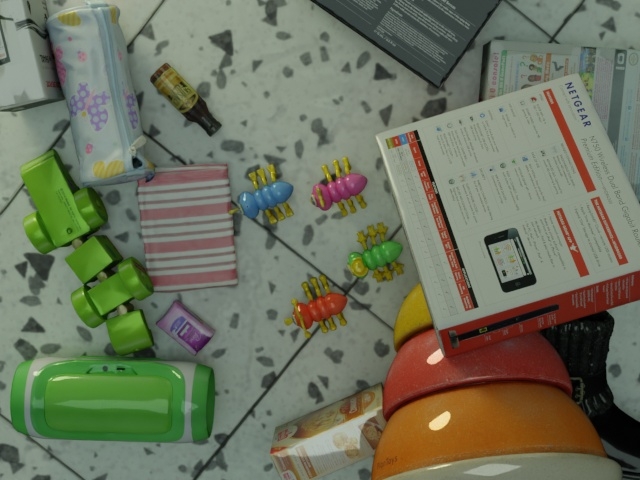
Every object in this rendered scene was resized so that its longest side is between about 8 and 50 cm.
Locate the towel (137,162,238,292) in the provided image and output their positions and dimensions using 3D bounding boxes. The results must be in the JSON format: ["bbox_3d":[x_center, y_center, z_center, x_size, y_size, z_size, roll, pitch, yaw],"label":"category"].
[{"bbox_3d":[-0.205,-0.019,1.846,0.144,0.029,0.197,-4,99,2],"label":"towel"}]

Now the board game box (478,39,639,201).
[{"bbox_3d":[0.387,-0.175,1.774,0.303,0.097,0.224,5,96,0],"label":"board game box"}]

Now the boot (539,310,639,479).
[{"bbox_3d":[0.429,0.232,1.800,0.348,0.131,0.260,7,97,1],"label":"boot"}]

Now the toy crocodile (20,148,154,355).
[{"bbox_3d":[-0.351,0.021,1.824,0.115,0.105,0.341,-32,90,5],"label":"toy crocodile"}]

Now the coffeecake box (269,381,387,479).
[{"bbox_3d":[0.023,0.297,1.813,0.185,0.142,0.068,-24,97,4],"label":"coffeecake box"}]

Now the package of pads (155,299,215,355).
[{"bbox_3d":[-0.210,0.136,1.859,0.083,0.032,0.050,40,99,-3],"label":"package of pads"}]

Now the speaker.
[{"bbox_3d":[-0.315,0.244,1.828,0.296,0.131,0.131,2,96,2],"label":"speaker"}]

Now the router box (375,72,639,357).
[{"bbox_3d":[0.260,-0.040,1.605,0.301,0.082,0.335,-16,55,3],"label":"router box"}]

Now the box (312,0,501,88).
[{"bbox_3d":[0.120,-0.371,1.756,0.261,0.103,0.184,35,99,-2],"label":"box"}]

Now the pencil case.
[{"bbox_3d":[-0.325,-0.212,1.765,0.113,0.124,0.273,-12,87,-22],"label":"pencil case"}]

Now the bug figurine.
[{"bbox_3d":[0.000,0.000,1.817,0.216,0.072,0.279,-26,95,4],"label":"bug figurine"}]

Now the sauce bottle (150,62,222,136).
[{"bbox_3d":[-0.203,-0.213,1.815,0.128,0.042,0.042,44,96,-3],"label":"sauce bottle"}]

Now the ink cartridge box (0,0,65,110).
[{"bbox_3d":[-0.448,-0.297,1.759,0.085,0.148,0.203,-12,97,1],"label":"ink cartridge box"}]

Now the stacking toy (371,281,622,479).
[{"bbox_3d":[0.214,0.155,1.680,0.350,0.350,0.480,-6,68,2],"label":"stacking toy"}]
